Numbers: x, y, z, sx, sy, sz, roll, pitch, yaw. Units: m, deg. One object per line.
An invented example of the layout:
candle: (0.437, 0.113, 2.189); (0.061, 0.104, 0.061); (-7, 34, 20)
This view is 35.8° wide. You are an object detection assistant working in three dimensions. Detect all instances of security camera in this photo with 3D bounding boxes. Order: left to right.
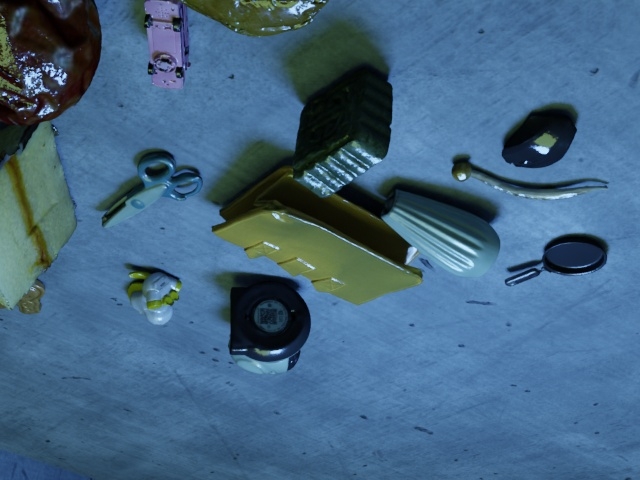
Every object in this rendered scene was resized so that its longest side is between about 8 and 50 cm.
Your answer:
security camera: (-0.129, 0.232, 2.397); (0.191, 0.196, 0.277); (0, 154, -8)

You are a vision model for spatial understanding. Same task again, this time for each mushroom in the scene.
mushroom: (0.399, -0.107, 1.918); (0.307, 0.043, 0.068); (9, 172, -8)

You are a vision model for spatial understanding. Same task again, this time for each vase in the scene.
vase: (0.238, -0.020, 2.003); (0.248, 0.128, 0.128); (28, 142, -14)

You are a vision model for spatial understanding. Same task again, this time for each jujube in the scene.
jujube: (-0.487, -0.349, 1.485); (0.277, 0.276, 0.377); (-11, 143, 25)

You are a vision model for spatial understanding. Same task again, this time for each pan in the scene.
pan: (0.503, 0.050, 2.144); (0.235, 0.028, 0.136); (-22, 137, 32)

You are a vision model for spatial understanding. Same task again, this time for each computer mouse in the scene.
computer mouse: (0.396, -0.169, 1.798); (0.099, 0.057, 0.172); (19, 148, -22)

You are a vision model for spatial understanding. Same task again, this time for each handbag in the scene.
handbag: (0.000, 0.000, 2.069); (0.401, 0.133, 0.283); (26, 147, -27)

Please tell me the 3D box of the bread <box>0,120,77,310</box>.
bread: (-0.569, -0.038, 1.912); (0.242, 0.345, 0.405); (-9, 138, 29)

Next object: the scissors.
scissors: (-0.370, -0.092, 2.060); (0.138, 0.041, 0.289); (32, 135, -32)

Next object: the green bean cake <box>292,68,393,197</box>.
green bean cake: (0.039, -0.189, 1.714); (0.094, 0.183, 0.185); (32, 139, -30)

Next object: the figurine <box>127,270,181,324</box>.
figurine: (-0.409, 0.137, 2.392); (0.130, 0.109, 0.178); (35, 146, 4)

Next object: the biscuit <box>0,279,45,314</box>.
biscuit: (-0.759, 0.121, 2.464); (0.144, 0.040, 0.236); (9, 150, -14)

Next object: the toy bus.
toy bus: (-0.248, -0.339, 1.615); (0.063, 0.090, 0.203); (7, 146, -1)

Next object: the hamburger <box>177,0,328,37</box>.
hamburger: (-0.106, -0.420, 1.427); (0.285, 0.134, 0.265); (18, 147, -21)
